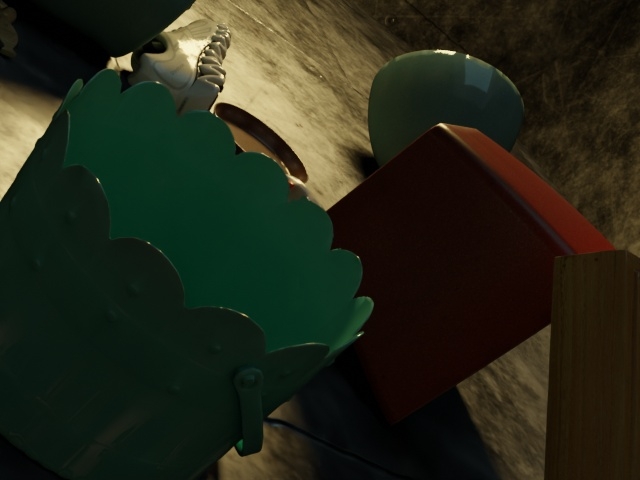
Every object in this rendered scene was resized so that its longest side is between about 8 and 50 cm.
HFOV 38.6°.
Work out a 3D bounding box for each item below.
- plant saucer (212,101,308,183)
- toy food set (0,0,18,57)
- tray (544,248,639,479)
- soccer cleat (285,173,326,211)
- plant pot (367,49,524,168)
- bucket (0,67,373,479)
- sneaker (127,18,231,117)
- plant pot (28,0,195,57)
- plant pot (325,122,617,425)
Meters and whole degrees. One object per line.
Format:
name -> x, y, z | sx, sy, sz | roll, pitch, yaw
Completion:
plant saucer -> -0.090, -0.129, 1.293 | 0.168, 0.029, 0.168 | 36, 21, -16
toy food set -> -0.376, -0.252, 1.019 | 0.078, 0.019, 0.122 | 27, 32, -36
tray -> 0.270, 0.233, 0.776 | 0.203, 0.076, 0.410 | 23, 68, -43
soccer cleat -> 0.000, 0.000, 1.146 | 0.196, 0.068, 0.076 | 52, 15, 6
plant pot -> 0.211, -0.176, 1.675 | 0.290, 0.290, 0.195 | 33, 57, -25
bucket -> -0.117, 0.034, 0.661 | 0.281, 0.183, 0.281 | 37, 21, -16
sneaker -> -0.194, -0.253, 1.256 | 0.118, 0.110, 0.292 | 26, 23, -17
plant pot -> -0.278, -0.383, 1.151 | 0.255, 0.272, 0.271 | 49, 15, -26
plant pot -> 0.152, 0.015, 1.038 | 0.235, 0.267, 0.267 | 55, 21, 9
